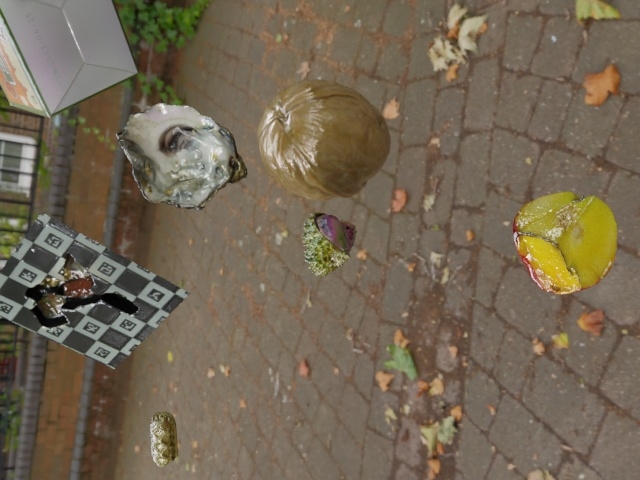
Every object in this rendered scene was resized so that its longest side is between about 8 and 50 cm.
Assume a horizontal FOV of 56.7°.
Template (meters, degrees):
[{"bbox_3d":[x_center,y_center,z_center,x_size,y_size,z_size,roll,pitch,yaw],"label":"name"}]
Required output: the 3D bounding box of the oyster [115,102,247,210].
[{"bbox_3d":[-0.273,-0.169,1.168,0.223,0.214,0.083,60,160,-12],"label":"oyster"}]

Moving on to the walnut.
[{"bbox_3d":[0.011,-0.225,1.385,0.252,0.313,0.277,38,96,42],"label":"walnut"}]

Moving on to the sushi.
[{"bbox_3d":[-0.543,0.117,1.377,0.343,0.359,0.064,-43,28,26],"label":"sushi"}]

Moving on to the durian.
[{"bbox_3d":[-0.002,-0.003,1.236,0.119,0.108,0.187,-38,14,21],"label":"durian"}]

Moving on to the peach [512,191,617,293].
[{"bbox_3d":[0.366,0.003,0.878,0.118,0.151,0.151,62,-175,-48],"label":"peach"}]

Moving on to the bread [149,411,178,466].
[{"bbox_3d":[-0.339,0.421,1.280,0.066,0.060,0.110,-54,-37,-73],"label":"bread"}]

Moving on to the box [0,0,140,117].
[{"bbox_3d":[-0.423,-0.326,0.929,0.148,0.177,0.195,22,138,36],"label":"box"}]
